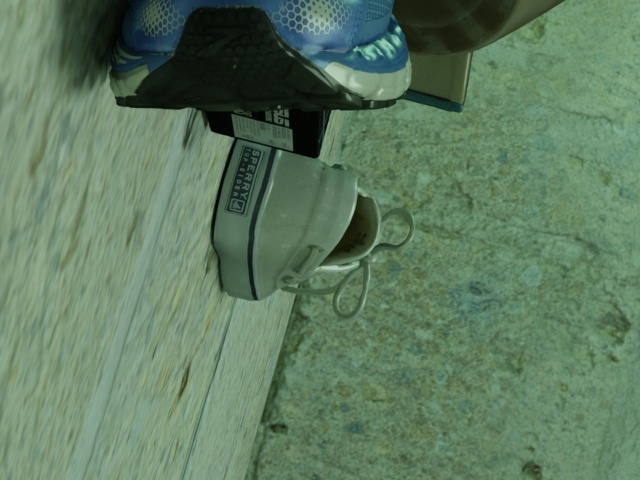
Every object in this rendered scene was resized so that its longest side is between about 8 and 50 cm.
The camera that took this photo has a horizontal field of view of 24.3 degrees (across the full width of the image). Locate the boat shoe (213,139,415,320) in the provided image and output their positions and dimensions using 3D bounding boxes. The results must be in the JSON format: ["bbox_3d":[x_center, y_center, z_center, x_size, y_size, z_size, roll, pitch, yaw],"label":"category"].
[{"bbox_3d":[0.002,-0.009,1.310,0.367,0.157,0.135,92,14,-79],"label":"boat shoe"}]

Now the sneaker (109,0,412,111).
[{"bbox_3d":[-0.018,-0.156,0.645,0.330,0.130,0.147,-78,167,-60],"label":"sneaker"}]

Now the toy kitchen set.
[{"bbox_3d":[0.048,-0.170,1.253,0.207,0.166,0.122,-71,175,-60],"label":"toy kitchen set"}]

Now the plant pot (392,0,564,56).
[{"bbox_3d":[0.121,-0.287,1.099,0.280,0.323,0.323,-53,165,-37],"label":"plant pot"}]

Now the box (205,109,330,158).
[{"bbox_3d":[-0.018,-0.146,0.903,0.180,0.078,0.147,93,11,-79],"label":"box"}]
